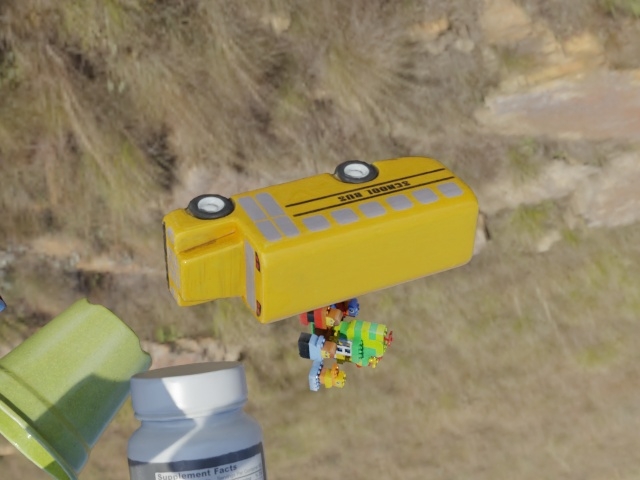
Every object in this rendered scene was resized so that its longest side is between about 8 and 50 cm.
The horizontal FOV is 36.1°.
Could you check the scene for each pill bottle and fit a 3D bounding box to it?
[{"bbox_3d":[-0.178,0.370,1.461,0.204,0.361,0.204,-6,179,0],"label":"pill bottle"}]

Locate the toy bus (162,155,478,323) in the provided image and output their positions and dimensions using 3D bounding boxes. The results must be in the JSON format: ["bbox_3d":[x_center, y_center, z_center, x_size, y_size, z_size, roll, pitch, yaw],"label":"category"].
[{"bbox_3d":[0.000,0.000,1.090,0.332,0.130,0.108,-15,129,-23],"label":"toy bus"}]

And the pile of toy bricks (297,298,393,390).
[{"bbox_3d":[0.040,0.119,1.230,0.105,0.118,0.212,9,137,13],"label":"pile of toy bricks"}]

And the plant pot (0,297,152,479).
[{"bbox_3d":[-0.445,0.248,1.731,0.254,0.276,0.276,-49,170,-26],"label":"plant pot"}]

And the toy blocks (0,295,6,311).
[{"bbox_3d":[-0.495,-0.055,1.166,0.190,0.381,0.261,-40,156,-4],"label":"toy blocks"}]
